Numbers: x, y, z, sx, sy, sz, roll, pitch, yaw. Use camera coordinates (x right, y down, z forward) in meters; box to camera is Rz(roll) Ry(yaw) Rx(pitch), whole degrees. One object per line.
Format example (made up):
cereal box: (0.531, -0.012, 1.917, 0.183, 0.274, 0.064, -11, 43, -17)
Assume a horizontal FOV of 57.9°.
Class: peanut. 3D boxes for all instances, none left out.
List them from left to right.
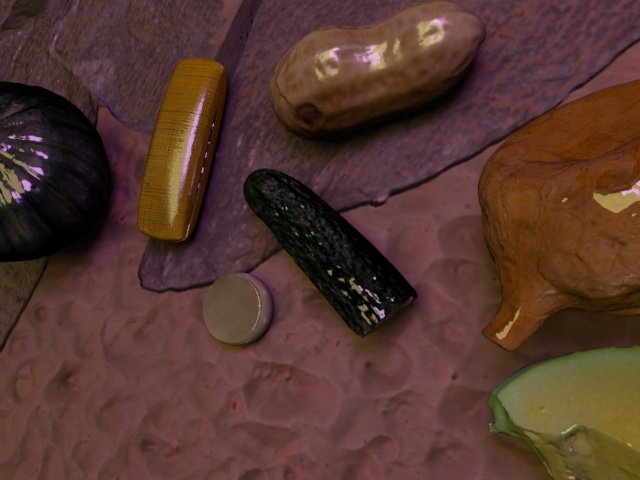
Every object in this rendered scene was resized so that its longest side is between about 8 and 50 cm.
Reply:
peanut: (0.050, -0.176, 0.595, 0.236, 0.120, 0.110, -14, 34, 29)

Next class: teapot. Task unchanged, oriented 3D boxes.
teapot: (0.247, -0.022, 0.451, 0.311, 0.167, 0.203, -32, 20, -9)

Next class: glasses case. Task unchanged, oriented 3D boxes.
glasses case: (-0.172, -0.113, 0.722, 0.079, 0.064, 0.234, 9, 83, 24)

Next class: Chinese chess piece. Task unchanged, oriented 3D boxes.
Chinese chess piece: (-0.093, 0.078, 0.661, 0.084, 0.034, 0.084, -5, 78, 23)

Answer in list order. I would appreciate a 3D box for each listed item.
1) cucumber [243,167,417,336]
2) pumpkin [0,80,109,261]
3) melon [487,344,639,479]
cucumber: (-0.001, 0.001, 0.610, 0.074, 0.074, 0.241, -48, 62, 10)
pumpkin: (-0.398, -0.080, 0.755, 0.250, 0.216, 0.249, -3, 52, 3)
melon: (0.277, 0.165, 0.382, 0.323, 0.124, 0.196, 32, 137, 41)
